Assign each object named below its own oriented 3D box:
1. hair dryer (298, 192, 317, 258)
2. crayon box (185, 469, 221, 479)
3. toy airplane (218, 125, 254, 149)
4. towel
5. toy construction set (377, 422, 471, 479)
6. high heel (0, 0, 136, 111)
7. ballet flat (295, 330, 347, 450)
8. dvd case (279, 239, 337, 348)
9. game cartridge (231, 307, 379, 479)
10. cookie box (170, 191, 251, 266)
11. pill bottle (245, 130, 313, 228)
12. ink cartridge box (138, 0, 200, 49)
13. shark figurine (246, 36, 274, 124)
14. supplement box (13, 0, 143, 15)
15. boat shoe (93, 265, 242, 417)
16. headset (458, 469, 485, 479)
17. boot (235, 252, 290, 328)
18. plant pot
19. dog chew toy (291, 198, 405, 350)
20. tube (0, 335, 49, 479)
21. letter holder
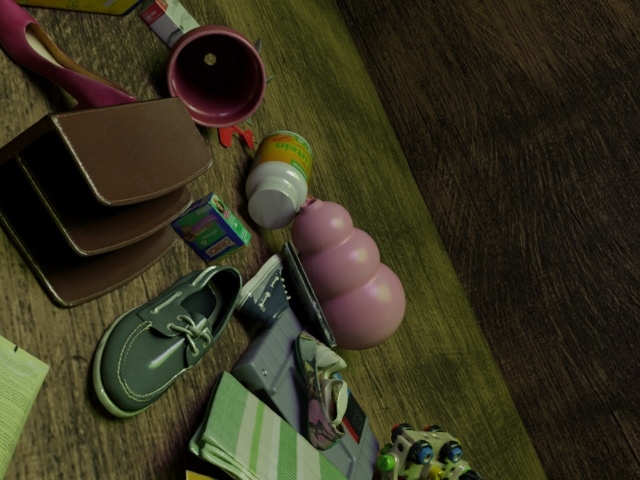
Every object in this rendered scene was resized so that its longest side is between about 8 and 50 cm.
[{"bbox_3d":[0.000,0.000,1.447,0.223,0.080,0.293,19,46,-59],"label":"hair dryer"},{"bbox_3d":[-0.084,0.431,0.746,0.323,0.083,0.203,41,29,-43],"label":"crayon box"},{"bbox_3d":[-0.201,-0.258,1.376,0.151,0.028,0.151,48,24,-30],"label":"toy airplane"},{"bbox_3d":[-0.038,0.337,0.840,0.325,0.038,0.248,42,4,-6],"label":"towel"},{"bbox_3d":[0.193,0.488,1.194,0.151,0.215,0.328,29,8,34],"label":"toy construction set"},{"bbox_3d":[-0.380,-0.276,0.879,0.244,0.117,0.082,59,22,-8],"label":"high heel"},{"bbox_3d":[0.010,0.248,1.026,0.077,0.079,0.221,39,31,-42],"label":"ballet flat"},{"bbox_3d":[-0.032,0.119,1.201,0.164,0.018,0.221,122,-55,-74],"label":"dvd case"},{"bbox_3d":[-0.009,0.312,1.091,0.355,0.068,0.230,58,26,-10],"label":"game cartridge"},{"bbox_3d":[-0.189,-0.018,1.033,0.107,0.092,0.040,50,27,-26],"label":"cookie box"},{"bbox_3d":[-0.092,-0.134,1.322,0.136,0.136,0.245,50,24,-26],"label":"pill bottle"},{"bbox_3d":[-0.328,-0.483,1.322,0.135,0.056,0.099,46,27,-34],"label":"ink cartridge box"},{"bbox_3d":[-0.169,-0.413,1.522,0.166,0.116,0.278,54,25,-23],"label":"shark figurine"},{"bbox_3d":[-0.413,-0.525,1.001,0.194,0.195,0.356,59,21,-7],"label":"supplement box"},{"bbox_3d":[-0.200,0.120,0.834,0.116,0.099,0.319,58,22,-11],"label":"boat shoe"},{"bbox_3d":[0.188,0.532,1.005,0.394,0.185,0.243,-25,107,-30],"label":"headset"},{"bbox_3d":[-0.092,0.096,1.120,0.086,0.069,0.190,37,32,2],"label":"boot"},{"bbox_3d":[-0.227,-0.364,1.253,0.201,0.201,0.180,45,11,-35],"label":"plant pot"},{"bbox_3d":[0.046,0.066,1.249,0.332,0.206,0.206,64,20,-19],"label":"dog chew toy"},{"bbox_3d":[-0.320,0.190,0.555,0.240,0.062,0.070,-99,-165,-50],"label":"tube"},{"bbox_3d":[-0.271,-0.063,0.831,0.214,0.152,0.302,61,22,-8],"label":"letter holder"}]
